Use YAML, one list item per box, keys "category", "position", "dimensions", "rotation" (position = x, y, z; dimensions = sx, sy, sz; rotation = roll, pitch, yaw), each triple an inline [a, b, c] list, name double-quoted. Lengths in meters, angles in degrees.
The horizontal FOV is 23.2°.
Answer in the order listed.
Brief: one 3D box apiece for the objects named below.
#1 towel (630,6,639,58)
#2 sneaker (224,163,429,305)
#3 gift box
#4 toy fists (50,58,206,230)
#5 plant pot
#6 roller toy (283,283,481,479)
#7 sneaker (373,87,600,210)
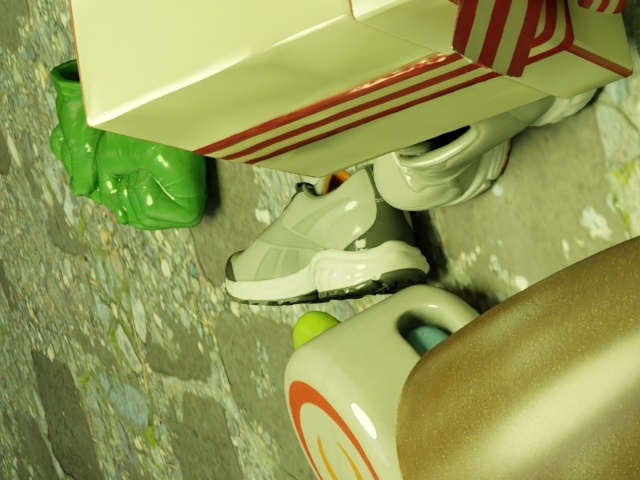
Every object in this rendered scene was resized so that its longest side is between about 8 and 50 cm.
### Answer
- category: "towel"
  position: [0.231, -0.078, 0.880]
  dimensions: [0.110, 0.027, 0.148]
  rotation: [-27, 84, 64]
- category: "sneaker"
  position: [0.001, 0.000, 1.307]
  dimensions: [0.271, 0.100, 0.108]
  rotation: [-15, 81, 60]
- category: "gift box"
  position: [0.013, -0.176, 0.843]
  dimensions: [0.258, 0.276, 0.255]
  rotation: [-19, 79, 31]
- category: "toy fists"
  position: [-0.202, -0.092, 1.604]
  dimensions: [0.279, 0.096, 0.142]
  rotation: [26, 132, 52]
- category: "plant pot"
  position: [0.191, 0.086, 0.906]
  dimensions: [0.215, 0.215, 0.230]
  rotation: [59, 138, 20]
- category: "roller toy"
  position: [0.078, 0.140, 1.185]
  dimensions: [0.209, 0.146, 0.191]
  rotation: [66, 161, -12]
- category: "sneaker"
  position: [0.075, -0.081, 1.064]
  dimensions: [0.099, 0.121, 0.262]
  rotation: [64, 154, 10]
